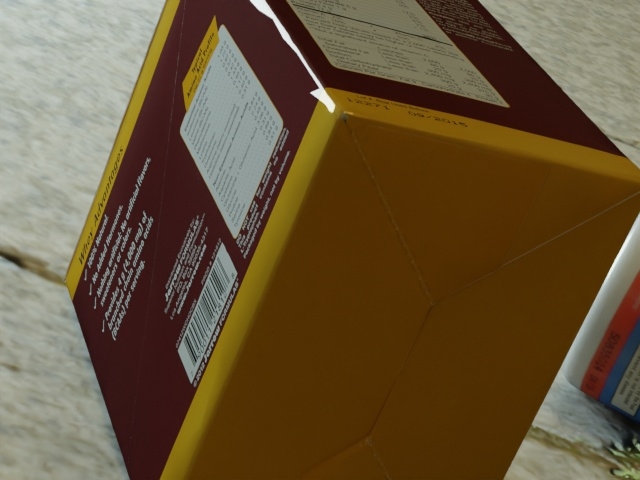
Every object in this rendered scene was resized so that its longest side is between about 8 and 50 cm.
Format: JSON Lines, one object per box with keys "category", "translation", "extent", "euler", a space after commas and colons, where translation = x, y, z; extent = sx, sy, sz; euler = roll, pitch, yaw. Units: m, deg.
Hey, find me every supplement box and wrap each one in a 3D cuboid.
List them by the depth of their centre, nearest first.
{"category": "supplement box", "translation": [0.000, 0.000, 0.705], "extent": [0.129, 0.191, 0.194], "euler": [11, 26, -26]}

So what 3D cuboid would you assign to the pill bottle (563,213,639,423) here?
{"category": "pill bottle", "translation": [0.244, 0.069, 0.866], "extent": [0.221, 0.124, 0.124], "euler": [30, 24, 14]}
